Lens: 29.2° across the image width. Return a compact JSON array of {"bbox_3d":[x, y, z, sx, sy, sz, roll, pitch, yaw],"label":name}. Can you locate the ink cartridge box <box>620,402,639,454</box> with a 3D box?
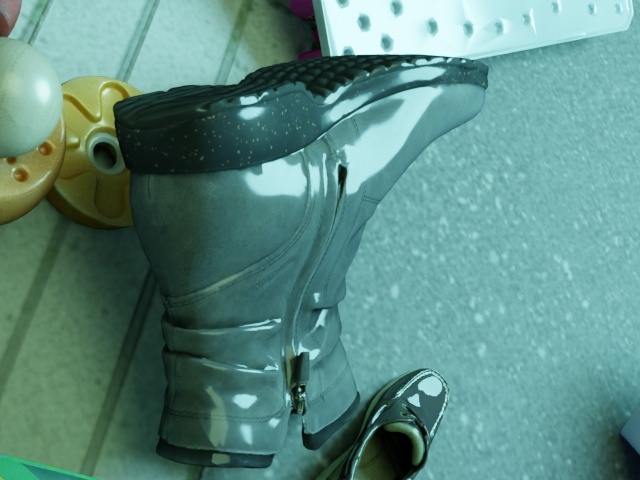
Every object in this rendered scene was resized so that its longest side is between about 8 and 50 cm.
[{"bbox_3d":[0.406,0.207,0.907,0.223,0.129,0.307,16,23,-32],"label":"ink cartridge box"}]

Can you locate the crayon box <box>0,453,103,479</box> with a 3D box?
[{"bbox_3d":[-0.156,0.249,0.577,0.165,0.081,0.278,22,55,-30],"label":"crayon box"}]

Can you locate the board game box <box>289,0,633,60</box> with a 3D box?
[{"bbox_3d":[0.101,-0.342,0.999,0.390,0.050,0.390,-17,100,-42],"label":"board game box"}]

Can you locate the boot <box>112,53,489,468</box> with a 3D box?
[{"bbox_3d":[0.000,0.000,0.789,0.338,0.118,0.223,-20,109,-48],"label":"boot"}]

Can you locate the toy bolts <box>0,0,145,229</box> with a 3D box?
[{"bbox_3d":[-0.156,-0.117,0.698,0.218,0.158,0.228,-3,72,-39],"label":"toy bolts"}]

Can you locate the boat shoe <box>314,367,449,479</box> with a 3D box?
[{"bbox_3d":[0.050,0.137,0.815,0.056,0.049,0.152,49,48,-9],"label":"boat shoe"}]
